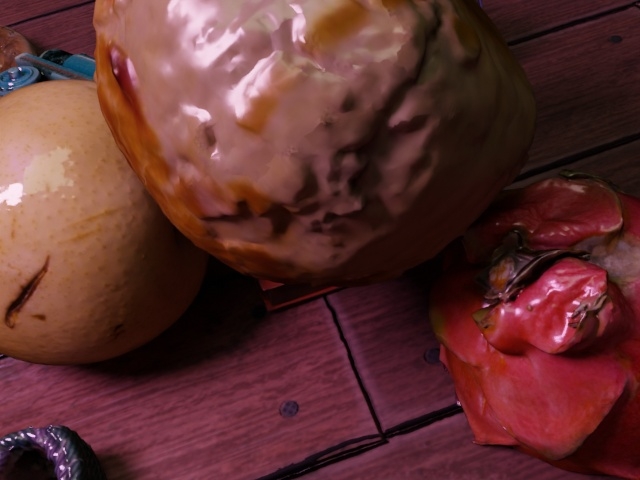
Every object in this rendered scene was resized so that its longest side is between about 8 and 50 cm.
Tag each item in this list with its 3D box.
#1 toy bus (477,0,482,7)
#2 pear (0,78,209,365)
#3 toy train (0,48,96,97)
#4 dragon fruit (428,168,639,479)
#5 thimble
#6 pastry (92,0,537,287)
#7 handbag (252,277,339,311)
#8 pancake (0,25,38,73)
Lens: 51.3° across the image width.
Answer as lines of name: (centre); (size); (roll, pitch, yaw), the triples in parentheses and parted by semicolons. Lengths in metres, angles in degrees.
toy bus: (0.094, -0.325, 1.001); (0.292, 0.126, 0.133); (-9, 40, 18)
pear: (-0.273, -0.016, 0.724); (0.309, 0.309, 0.309); (-5, 50, 6)
toy train: (-0.354, -0.217, 1.025); (0.298, 0.120, 0.194); (23, 51, 25)
dragon fruit: (0.250, 0.052, 0.617); (0.305, 0.226, 0.306); (-6, 48, 7)
thimble: (-0.266, 0.252, 0.628); (0.118, 0.090, 0.135); (-16, 49, -4)
pastry: (-0.015, -0.134, 0.583); (0.312, 0.388, 0.389); (-36, 42, 30)
handbag: (0.000, 0.000, 0.814); (0.190, 0.063, 0.127); (-18, 50, -8)
pancake: (-0.658, -0.252, 1.136); (0.381, 0.071, 0.383); (-4, 53, 5)
